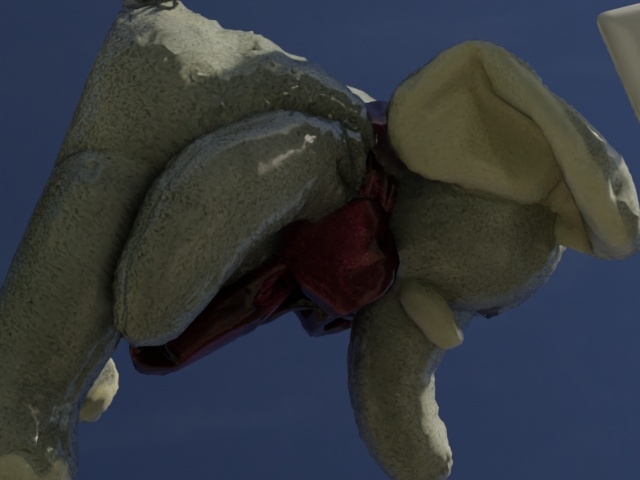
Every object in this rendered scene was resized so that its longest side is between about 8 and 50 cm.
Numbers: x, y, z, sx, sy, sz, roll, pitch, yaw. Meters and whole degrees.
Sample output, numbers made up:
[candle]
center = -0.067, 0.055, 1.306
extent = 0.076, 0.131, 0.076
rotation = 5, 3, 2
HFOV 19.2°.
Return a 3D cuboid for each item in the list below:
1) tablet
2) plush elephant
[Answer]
[tablet]
center = 0.154, -0.075, 0.750
extent = 0.083, 0.006, 0.054
rotation = -16, -105, -20
[plush elephant]
center = 0.000, 0.000, 0.904
extent = 0.255, 0.272, 0.330
rotation = 21, -92, -5
